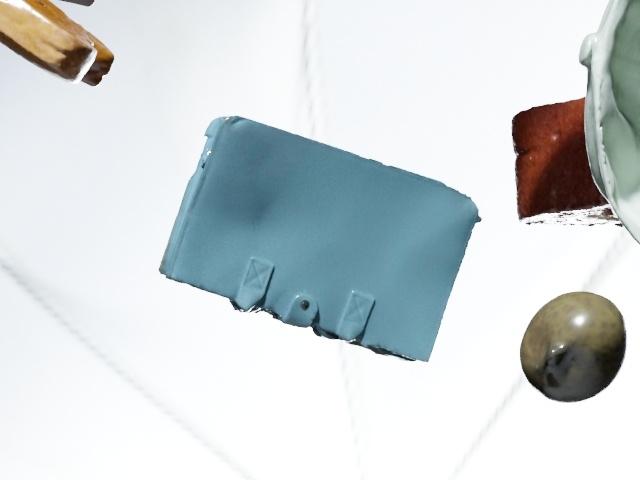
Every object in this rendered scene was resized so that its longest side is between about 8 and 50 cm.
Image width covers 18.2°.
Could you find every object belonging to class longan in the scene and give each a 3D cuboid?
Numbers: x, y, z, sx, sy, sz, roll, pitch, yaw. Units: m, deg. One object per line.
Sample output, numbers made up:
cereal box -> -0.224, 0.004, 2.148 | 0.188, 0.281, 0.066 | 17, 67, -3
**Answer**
longan -> 0.224, 0.095, 1.766 | 0.092, 0.113, 0.113 | 44, -6, 13

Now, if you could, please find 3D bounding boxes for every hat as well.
hat -> 0.289, -0.098, 1.344 | 0.168, 0.257, 0.301 | 15, 1, 27

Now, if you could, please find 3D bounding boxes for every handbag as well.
handbag -> 0.000, 0.000, 1.533 | 0.221, 0.144, 0.057 | 19, -2, -16

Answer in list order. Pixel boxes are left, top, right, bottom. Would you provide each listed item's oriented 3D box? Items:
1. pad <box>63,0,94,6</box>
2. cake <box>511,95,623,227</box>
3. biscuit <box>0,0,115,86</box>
pad -> -0.283, -0.348, 2.163 | 0.158, 0.003, 0.235 | 9, -42, -25
cake -> 0.331, -0.095, 2.186 | 0.283, 0.150, 0.177 | -5, -10, 40
biscuit -> -0.285, -0.209, 1.473 | 0.306, 0.043, 0.284 | 35, 4, -23
